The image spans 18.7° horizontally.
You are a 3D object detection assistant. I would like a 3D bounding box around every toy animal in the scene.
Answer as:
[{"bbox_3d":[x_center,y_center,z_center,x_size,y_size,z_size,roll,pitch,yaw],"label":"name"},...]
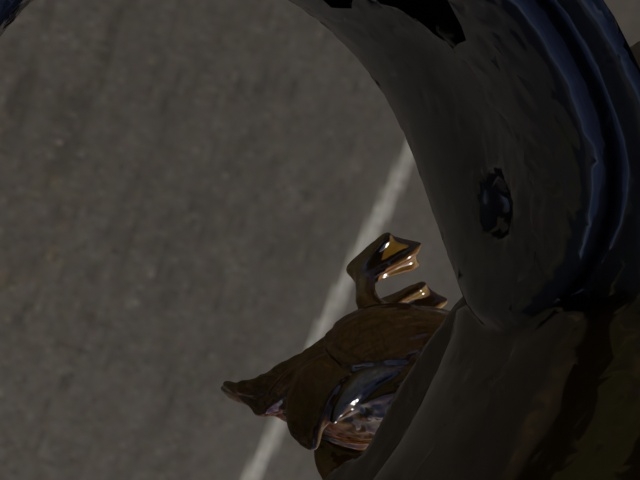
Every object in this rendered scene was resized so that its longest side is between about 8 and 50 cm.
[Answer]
[{"bbox_3d":[0.032,0.095,1.130,0.089,0.188,0.179,58,19,-46],"label":"toy animal"}]

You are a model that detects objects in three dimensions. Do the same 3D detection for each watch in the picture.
[{"bbox_3d":[0.000,0.000,0.684,0.335,0.327,0.314,-61,-162,-10],"label":"watch"}]
